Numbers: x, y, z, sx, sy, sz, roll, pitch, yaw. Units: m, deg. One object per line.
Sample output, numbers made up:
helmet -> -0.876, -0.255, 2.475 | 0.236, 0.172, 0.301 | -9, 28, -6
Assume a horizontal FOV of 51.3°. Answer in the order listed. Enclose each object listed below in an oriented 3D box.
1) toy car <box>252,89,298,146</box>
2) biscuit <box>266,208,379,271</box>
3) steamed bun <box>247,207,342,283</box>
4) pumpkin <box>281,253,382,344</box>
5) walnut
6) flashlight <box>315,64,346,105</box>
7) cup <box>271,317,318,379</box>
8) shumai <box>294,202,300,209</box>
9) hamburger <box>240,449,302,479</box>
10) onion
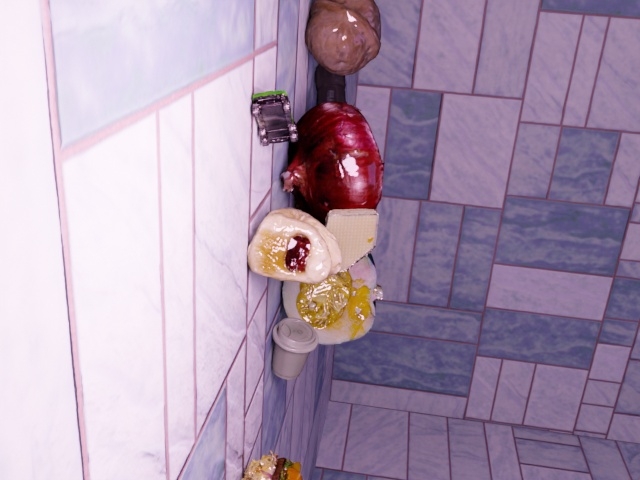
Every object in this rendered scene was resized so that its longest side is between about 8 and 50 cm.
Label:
toy car -> -0.084, -0.231, 1.220 | 0.165, 0.071, 0.062 | 78, 4, -72
biscuit -> 0.000, 0.000, 1.452 | 0.046, 0.250, 0.147 | -115, -155, -63
steamed bun -> -0.037, 0.025, 1.308 | 0.172, 0.155, 0.140 | -7, 121, -65
pumpkin -> 0.032, 0.113, 1.809 | 0.197, 0.264, 0.292 | -85, 180, -72
walnut -> 0.058, -0.526, 1.670 | 0.224, 0.224, 0.224 | 7, 90, -84
flashlight -> 0.036, -0.314, 1.828 | 0.103, 0.103, 0.423 | 84, 4, -66
cup -> -0.076, 0.282, 1.706 | 0.120, 0.120, 0.141 | -72, 180, -62
shumai -> -0.012, -0.124, 1.817 | 0.139, 0.123, 0.105 | -57, 145, -46
hamburger -> -0.117, 0.596, 1.457 | 0.243, 0.139, 0.261 | 67, 30, -75
onion -> 0.018, -0.171, 1.549 | 0.314, 0.233, 0.313 | 28, -59, 60
